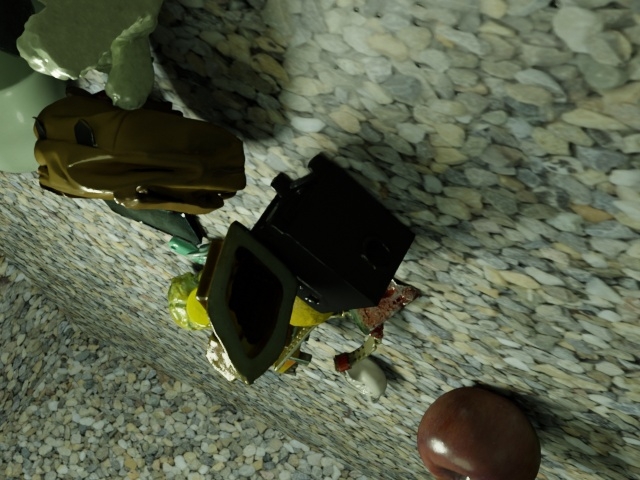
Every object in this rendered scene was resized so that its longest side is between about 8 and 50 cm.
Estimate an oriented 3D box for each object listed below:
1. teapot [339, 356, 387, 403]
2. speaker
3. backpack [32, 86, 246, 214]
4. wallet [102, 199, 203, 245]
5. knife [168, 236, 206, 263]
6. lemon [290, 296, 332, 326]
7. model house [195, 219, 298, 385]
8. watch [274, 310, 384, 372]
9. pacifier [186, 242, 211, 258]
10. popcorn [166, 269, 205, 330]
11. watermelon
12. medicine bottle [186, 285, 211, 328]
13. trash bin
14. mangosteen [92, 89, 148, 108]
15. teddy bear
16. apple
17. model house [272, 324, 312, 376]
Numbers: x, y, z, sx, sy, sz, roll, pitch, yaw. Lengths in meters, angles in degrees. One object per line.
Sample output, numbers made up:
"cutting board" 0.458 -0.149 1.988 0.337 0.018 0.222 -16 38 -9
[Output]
"teapot" 0.126 0.385 2.100 0.145 0.092 0.226 13 150 42
"speaker" 0.000 0.000 1.436 0.254 0.184 0.232 40 155 -18
"backpack" -0.320 -0.157 1.352 0.353 0.201 0.378 15 -171 36
"wallet" -0.460 -0.080 2.005 0.318 0.045 0.172 18 154 23
"knife" -0.311 0.060 2.115 0.260 0.035 0.063 29 149 -4
"lemon" -0.041 0.102 1.678 0.180 0.180 0.193 10 117 41
"model house" -0.170 0.127 1.418 0.173 0.268 0.239 23 163 -24
"watch" 0.029 0.247 1.787 0.165 0.102 0.268 33 113 -22
"pacifier" -0.291 0.065 1.979 0.126 0.117 0.150 1 179 -44
"popcorn" -0.362 0.169 2.210 0.198 0.212 0.198 36 -161 -15
"watermelon" 0.126 0.138 1.633 0.098 0.121 0.158 56 151 3
"medicine bottle" -0.274 0.175 2.095 0.121 0.122 0.212 25 -171 18
"trash bin" -0.658 -0.335 1.515 0.280 0.280 0.432 31 159 4
"mangosteen" -0.410 -0.235 1.550 0.180 0.166 0.166 0 147 9
"teddy bear" -0.396 -0.327 1.163 0.327 0.375 0.362 51 138 -11
"apple" 0.387 0.490 1.805 0.305 0.235 0.306 26 151 16
"model house" -0.127 0.227 1.936 0.215 0.198 0.224 15 159 -10
